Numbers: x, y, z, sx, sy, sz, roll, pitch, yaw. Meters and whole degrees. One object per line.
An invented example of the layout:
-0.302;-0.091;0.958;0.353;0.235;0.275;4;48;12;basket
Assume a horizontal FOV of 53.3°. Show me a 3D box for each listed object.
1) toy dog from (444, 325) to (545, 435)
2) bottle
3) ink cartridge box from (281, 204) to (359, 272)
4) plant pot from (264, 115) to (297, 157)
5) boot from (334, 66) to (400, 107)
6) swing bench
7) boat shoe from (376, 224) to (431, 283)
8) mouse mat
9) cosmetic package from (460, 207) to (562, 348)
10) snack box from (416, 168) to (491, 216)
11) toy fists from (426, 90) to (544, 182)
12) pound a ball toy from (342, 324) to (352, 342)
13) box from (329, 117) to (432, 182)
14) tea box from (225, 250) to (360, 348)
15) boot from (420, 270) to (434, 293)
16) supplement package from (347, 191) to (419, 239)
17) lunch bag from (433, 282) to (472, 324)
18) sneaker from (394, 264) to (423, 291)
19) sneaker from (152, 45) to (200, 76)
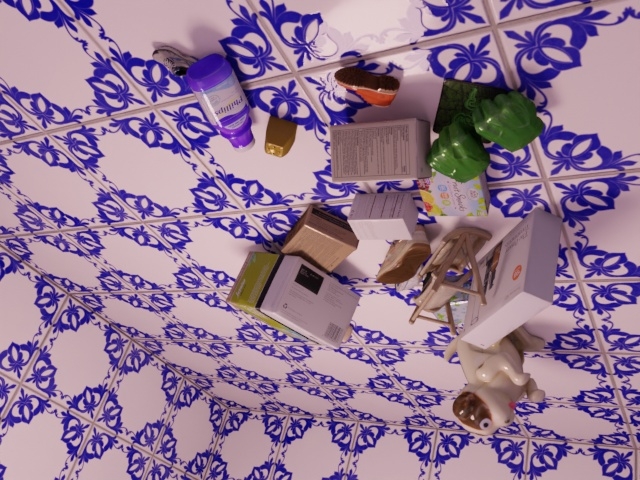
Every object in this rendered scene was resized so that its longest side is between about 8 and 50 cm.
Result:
0.603;0.495;2.308;0.395;0.408;0.284;-4;142;31;toy dog
-0.249;-0.351;1.681;0.092;0.118;0.283;52;170;38;bottle
0.000;0.000;2.136;0.193;0.088;0.234;25;149;-13;ink cartridge box
-0.117;-0.279;1.760;0.081;0.083;0.081;18;149;1;plant pot
0.106;-0.365;1.542;0.158;0.059;0.084;16;154;1;boot
0.395;0.117;1.960;0.165;0.254;0.253;15;148;-2;swing bench
0.268;0.052;2.082;0.109;0.098;0.302;8;149;-15;boat shoe
0.360;-0.310;1.547;0.152;0.007;0.189;13;149;8;mouse mat
0.552;0.121;1.863;0.097;0.284;0.377;20;148;-5;cosmetic package
0.360;-0.152;1.735;0.174;0.070;0.207;2;147;25;snack box
0.379;-0.249;1.511;0.142;0.096;0.279;24;137;-38;toy fists
-0.031;0.347;2.656;0.319;0.136;0.208;13;148;9;pound a ball toy
0.154;-0.224;1.613;0.232;0.148;0.127;1;-174;26;box
-0.101;0.212;2.311;0.329;0.220;0.323;35;162;-33;tea box
0.374;0.166;2.201;0.045;0.099;0.121;17;149;-1;boot
0.189;-0.072;1.912;0.179;0.105;0.105;0;144;27;supplement package
0.498;0.227;2.245;0.219;0.090;0.176;-11;138;38;lunch bag
0.322;0.114;2.193;0.083;0.071;0.190;0;151;-16;sneaker
-0.372;-0.453;1.637;0.135;0.058;0.052;17;149;2;sneaker
